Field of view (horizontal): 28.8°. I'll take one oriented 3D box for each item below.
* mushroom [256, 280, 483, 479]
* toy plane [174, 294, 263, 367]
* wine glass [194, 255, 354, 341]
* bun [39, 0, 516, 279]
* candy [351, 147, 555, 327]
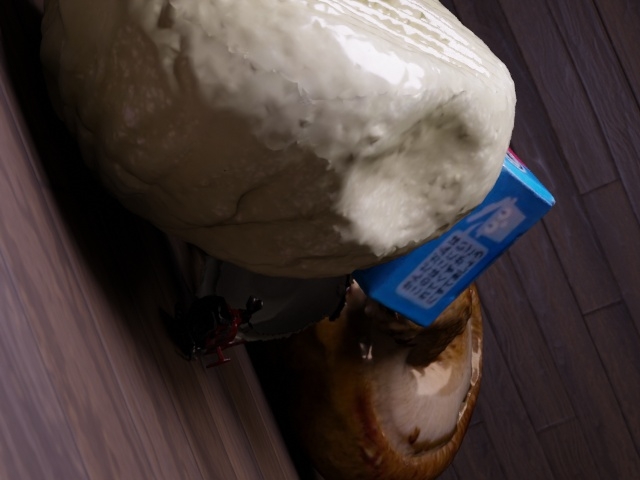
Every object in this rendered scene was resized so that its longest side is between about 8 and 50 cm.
[{"bbox_3d":[0.083,0.114,1.341,0.345,0.259,0.346,9,78,-50],"label":"mushroom"},{"bbox_3d":[-0.080,0.069,0.968,0.145,0.060,0.037,107,-36,-70],"label":"toy plane"},{"bbox_3d":[-0.066,-0.038,1.215,0.321,0.143,0.143,-108,175,-58],"label":"wine glass"},{"bbox_3d":[-0.041,-0.115,0.893,0.349,0.227,0.352,24,28,-28],"label":"bun"},{"bbox_3d":[0.048,-0.088,1.085,0.100,0.157,0.306,29,21,-48],"label":"candy"}]
